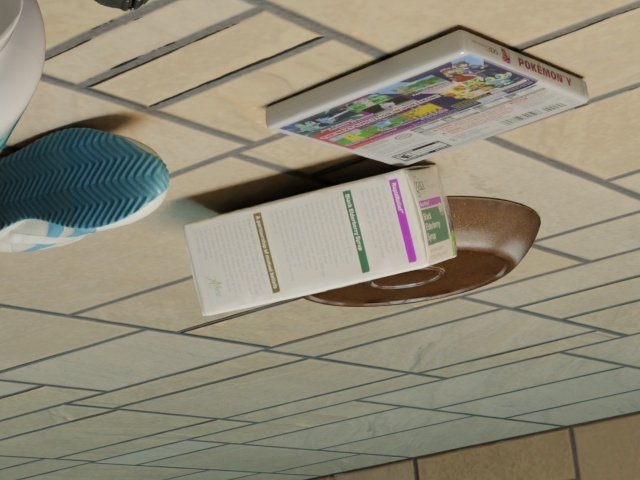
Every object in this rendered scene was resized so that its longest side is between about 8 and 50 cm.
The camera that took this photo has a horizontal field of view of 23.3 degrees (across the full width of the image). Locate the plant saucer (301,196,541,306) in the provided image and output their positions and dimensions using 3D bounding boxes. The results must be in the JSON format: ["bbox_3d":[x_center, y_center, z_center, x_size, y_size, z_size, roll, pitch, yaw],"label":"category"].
[{"bbox_3d":[0.091,0.021,1.708,0.311,0.050,0.310,-7,164,-2],"label":"plant saucer"}]

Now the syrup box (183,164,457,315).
[{"bbox_3d":[0.000,0.000,1.471,0.237,0.096,0.093,-12,-179,23],"label":"syrup box"}]

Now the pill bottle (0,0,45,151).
[{"bbox_3d":[-0.254,-0.101,0.952,0.146,0.146,0.264,0,163,-22],"label":"pill bottle"}]

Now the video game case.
[{"bbox_3d":[0.088,-0.112,1.279,0.201,0.023,0.183,-17,161,37],"label":"video game case"}]

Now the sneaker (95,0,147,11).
[{"bbox_3d":[-0.089,-0.167,0.902,0.152,0.058,0.084,11,162,2],"label":"sneaker"}]

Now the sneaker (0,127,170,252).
[{"bbox_3d":[-0.212,-0.041,1.318,0.229,0.087,0.092,-8,173,35],"label":"sneaker"}]
